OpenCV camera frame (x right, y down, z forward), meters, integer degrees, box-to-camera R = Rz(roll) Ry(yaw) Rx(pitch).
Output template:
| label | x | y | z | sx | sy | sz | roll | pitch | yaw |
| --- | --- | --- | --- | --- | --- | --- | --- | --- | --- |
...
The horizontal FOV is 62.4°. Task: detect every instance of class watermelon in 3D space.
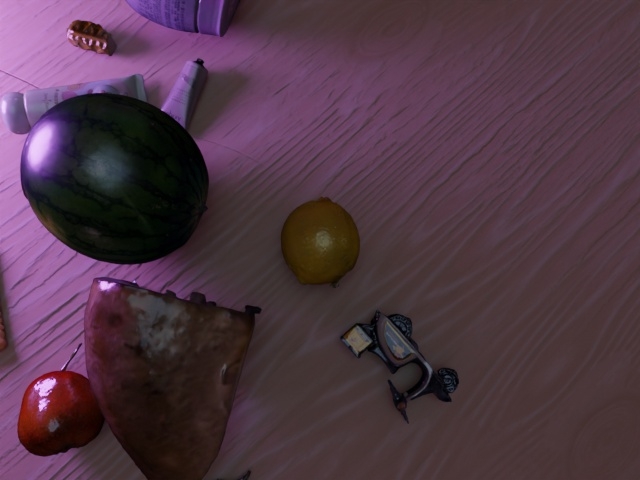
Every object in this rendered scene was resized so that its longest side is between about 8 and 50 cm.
| label | x | y | z | sx | sy | sz | roll | pitch | yaw |
| --- | --- | --- | --- | --- | --- | --- | --- | --- | --- |
| watermelon | -0.399 | -0.120 | 1.057 | 0.362 | 0.363 | 0.364 | 1 | 80 | -5 |

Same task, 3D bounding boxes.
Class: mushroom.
| label | x | y | z | sx | sy | sz | roll | pitch | yaw |
| --- | --- | --- | --- | --- | --- | --- | --- | --- | --- |
| mushroom | -0.327 | 0.288 | 1.031 | 0.313 | 0.224 | 0.398 | 17 | 82 | -27 |

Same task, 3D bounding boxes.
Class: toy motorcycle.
| label | x | y | z | sx | sy | sz | roll | pitch | yaw |
| --- | --- | --- | --- | --- | --- | --- | --- | --- | --- |
| toy motorcycle | 0.181 | 0.271 | 1.172 | 0.157 | 0.091 | 0.263 | -41 | 84 | -2 |

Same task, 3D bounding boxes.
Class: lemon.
| label | x | y | z | sx | sy | sz | roll | pitch | yaw |
| --- | --- | --- | --- | --- | --- | --- | --- | --- | --- |
| lemon | 0.000 | 0.000 | 1.158 | 0.173 | 0.173 | 0.207 | 1 | 68 | -5 |

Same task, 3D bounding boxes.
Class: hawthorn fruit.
| label | x | y | z | sx | sy | sz | roll | pitch | yaw |
| --- | --- | --- | --- | --- | --- | --- | --- | --- | --- |
| hawthorn fruit | -0.528 | 0.324 | 1.073 | 0.162 | 0.163 | 0.204 | -19 | 68 | -8 |

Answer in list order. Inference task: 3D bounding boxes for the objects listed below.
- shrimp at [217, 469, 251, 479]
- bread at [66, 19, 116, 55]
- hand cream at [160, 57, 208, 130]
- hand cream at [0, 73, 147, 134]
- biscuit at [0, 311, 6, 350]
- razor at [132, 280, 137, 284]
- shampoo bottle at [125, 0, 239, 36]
| label | x | y | z | sx | sy | sz | roll | pitch | yaw |
| --- | --- | --- | --- | --- | --- | --- | --- | --- | --- |
| shrimp | -0.220 | 0.547 | 1.117 | 0.180 | 0.041 | 0.099 | -38 | 71 | -9 |
| bread | -0.543 | -0.482 | 1.250 | 0.110 | 0.060 | 0.066 | 15 | 109 | -1 |
| hand cream | -0.322 | -0.345 | 1.252 | 0.087 | 0.054 | 0.186 | 23 | 86 | 3 |
| hand cream | -0.555 | -0.301 | 1.211 | 0.305 | 0.093 | 0.147 | -9 | 82 | -16 |
| biscuit | -0.777 | 0.132 | 1.136 | 0.160 | 0.030 | 0.250 | -13 | 82 | -7 |
| razor | -0.389 | 0.185 | 1.158 | 0.068 | 0.037 | 0.191 | -31 | 84 | -11 |
| shampoo bottle | -0.300 | -0.612 | 1.184 | 0.266 | 0.273 | 0.273 | 17 | 79 | -10 |
